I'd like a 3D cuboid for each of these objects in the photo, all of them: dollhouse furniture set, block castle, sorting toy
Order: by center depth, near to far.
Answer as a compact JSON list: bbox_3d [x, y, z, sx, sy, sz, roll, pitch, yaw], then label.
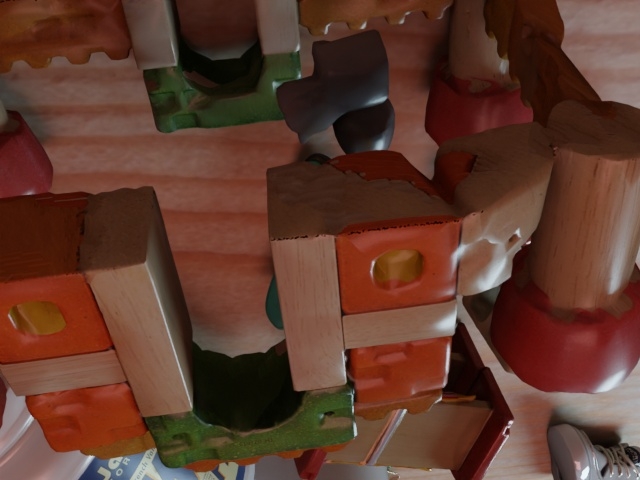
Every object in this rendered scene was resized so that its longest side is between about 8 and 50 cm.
[{"bbox_3d":[-0.052,-0.023,0.503,0.453,0.303,0.213,-7,134,-2],"label":"block castle"},{"bbox_3d":[0.116,0.061,0.780,0.201,0.152,0.374,12,119,-22],"label":"dollhouse furniture set"},{"bbox_3d":[0.084,0.335,1.168,0.062,0.012,0.083,29,131,-30],"label":"sorting toy"}]

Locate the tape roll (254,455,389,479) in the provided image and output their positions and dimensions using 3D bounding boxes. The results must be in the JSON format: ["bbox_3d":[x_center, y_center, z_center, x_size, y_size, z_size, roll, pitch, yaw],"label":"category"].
[{"bbox_3d":[-0.033,0.322,1.012,0.246,0.169,0.246,-5,141,-4],"label":"tape roll"}]

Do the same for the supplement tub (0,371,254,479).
[{"bbox_3d":[-0.234,0.182,0.759,0.235,0.235,0.325,-22,138,16],"label":"supplement tub"}]

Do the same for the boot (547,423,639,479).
[{"bbox_3d":[0.398,0.311,1.147,0.123,0.095,0.258,-19,148,4],"label":"boot"}]

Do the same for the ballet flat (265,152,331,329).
[{"bbox_3d":[0.000,0.000,0.725,0.074,0.074,0.203,4,132,-15],"label":"ballet flat"}]
